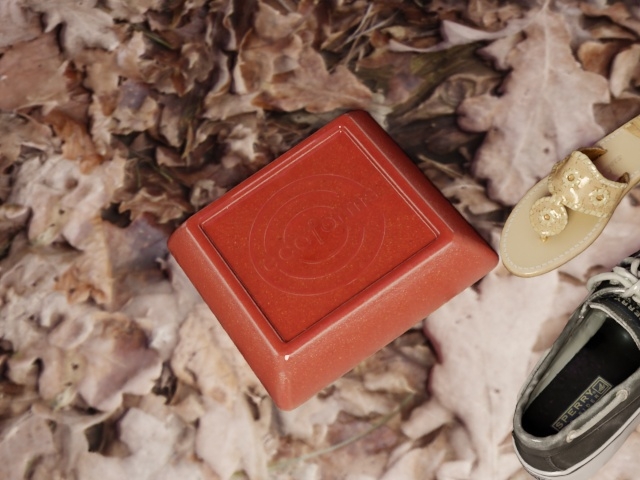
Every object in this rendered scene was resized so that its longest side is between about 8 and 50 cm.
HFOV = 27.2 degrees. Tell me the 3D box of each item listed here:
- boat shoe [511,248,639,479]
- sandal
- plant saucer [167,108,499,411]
[{"bbox_3d":[0.270,0.071,1.147,0.306,0.105,0.113,-43,56,-11],"label":"boat shoe"},{"bbox_3d":[0.259,-0.068,1.256,0.240,0.079,0.088,-37,55,-7],"label":"sandal"},{"bbox_3d":[0.000,0.000,1.317,0.258,0.048,0.259,-34,54,-6],"label":"plant saucer"}]
